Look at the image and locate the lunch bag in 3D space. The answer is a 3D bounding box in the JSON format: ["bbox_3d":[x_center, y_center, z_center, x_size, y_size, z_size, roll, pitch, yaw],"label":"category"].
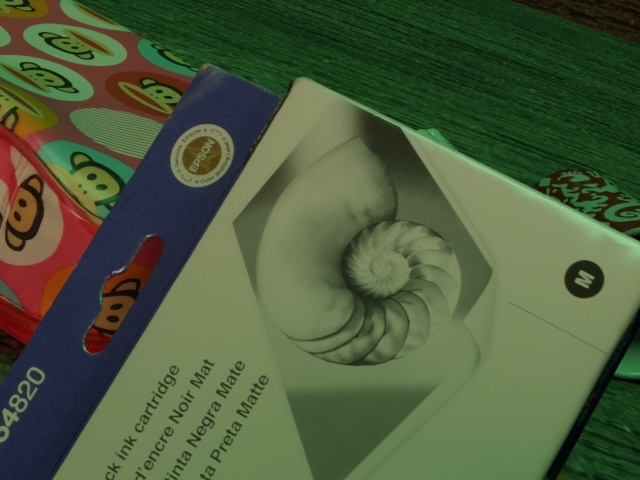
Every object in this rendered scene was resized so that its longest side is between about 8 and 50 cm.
[{"bbox_3d":[-0.145,-0.062,0.729,0.293,0.120,0.258,33,29,26],"label":"lunch bag"}]

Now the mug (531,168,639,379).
[{"bbox_3d":[0.193,0.009,0.887,0.150,0.113,0.169,16,18,-13],"label":"mug"}]

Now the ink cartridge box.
[{"bbox_3d":[-0.019,0.053,0.463,0.224,0.223,0.045,27,-9,21],"label":"ink cartridge box"}]

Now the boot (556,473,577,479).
[{"bbox_3d":[0.095,0.150,0.514,0.197,0.073,0.152,38,24,34],"label":"boot"}]

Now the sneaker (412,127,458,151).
[{"bbox_3d":[0.031,0.044,0.623,0.147,0.130,0.330,38,38,16],"label":"sneaker"}]
